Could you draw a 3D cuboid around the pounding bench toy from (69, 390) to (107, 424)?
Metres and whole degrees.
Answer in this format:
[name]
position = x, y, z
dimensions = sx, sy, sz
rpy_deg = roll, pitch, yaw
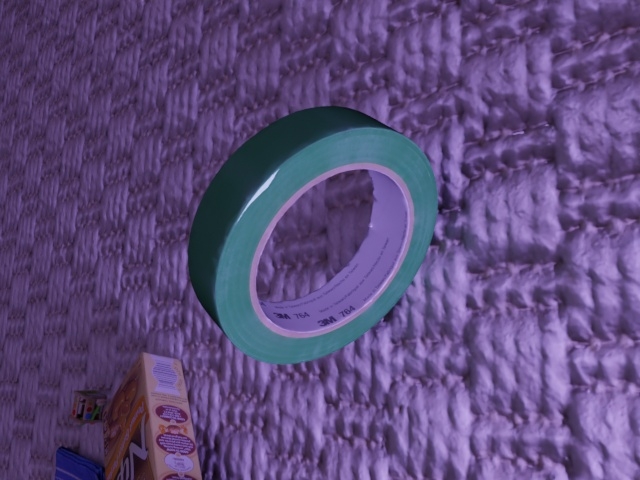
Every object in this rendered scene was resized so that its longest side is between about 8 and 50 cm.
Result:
[pounding bench toy]
position = -0.490, 0.362, 1.392
dimensions = 0.083, 0.052, 0.065
rpy_deg = 6, 85, 45

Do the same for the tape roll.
[tape roll]
position = 0.000, 0.000, 0.798
dimensions = 0.077, 0.321, 0.321
rpy_deg = 40, 109, 43

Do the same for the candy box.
[candy box]
position = -0.298, 0.372, 1.129
dimensions = 0.182, 0.088, 0.316
rpy_deg = -55, 35, 23

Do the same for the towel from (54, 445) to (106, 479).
[towel]
position = -0.528, 0.626, 1.381
dimensions = 0.243, 0.040, 0.335
rpy_deg = -1, 80, 45
